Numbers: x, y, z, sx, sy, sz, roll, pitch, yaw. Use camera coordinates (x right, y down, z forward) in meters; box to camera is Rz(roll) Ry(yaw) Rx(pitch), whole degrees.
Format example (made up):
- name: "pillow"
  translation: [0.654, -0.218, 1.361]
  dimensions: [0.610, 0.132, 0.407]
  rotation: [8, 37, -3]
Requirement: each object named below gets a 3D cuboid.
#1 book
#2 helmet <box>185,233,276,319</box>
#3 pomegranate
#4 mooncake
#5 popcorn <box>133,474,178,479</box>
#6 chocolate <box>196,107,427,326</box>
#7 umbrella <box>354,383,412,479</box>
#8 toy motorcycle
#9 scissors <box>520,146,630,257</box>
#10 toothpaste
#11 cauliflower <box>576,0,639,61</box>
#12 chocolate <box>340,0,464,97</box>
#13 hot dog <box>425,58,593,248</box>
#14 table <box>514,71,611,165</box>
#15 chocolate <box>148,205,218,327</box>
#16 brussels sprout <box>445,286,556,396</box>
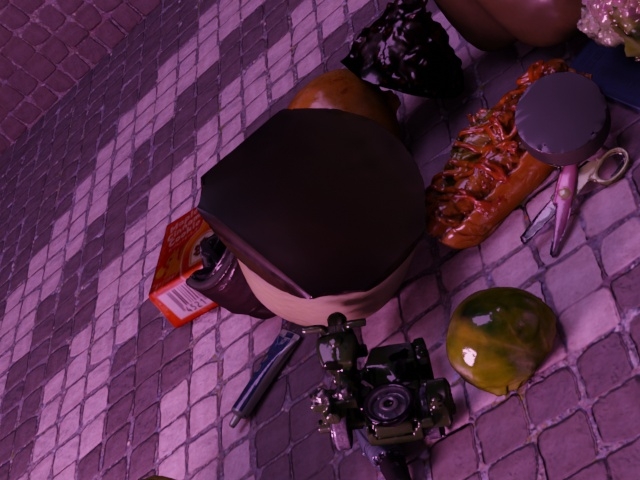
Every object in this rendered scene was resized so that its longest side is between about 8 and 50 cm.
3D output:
- name: "book"
  translation: [0.499, -0.285, 1.732]
  dimensions: [0.191, 0.025, 0.269]
  rotation: [-51, 30, 3]
- name: "helmet"
  translation: [-0.098, 0.016, 2.075]
  dimensions: [0.225, 0.177, 0.305]
  rotation: [-41, 17, 40]
- name: "pomegranate"
  translation: [0.037, -0.195, 2.078]
  dimensions: [0.233, 0.233, 0.233]
  rotation: [-34, 34, 28]
- name: "mooncake"
  translation: [0.372, -0.543, 1.937]
  dimensions: [0.467, 0.262, 0.467]
  rotation: [-37, 27, 22]
- name: "popcorn"
  translation: [-0.249, 0.496, 1.651]
  dimensions: [0.334, 0.292, 0.294]
  rotation: [13, 28, 31]
- name: "chocolate"
  translation: [0.000, 0.000, 1.821]
  dimensions: [0.314, 0.297, 0.326]
  rotation: [35, 58, 19]
- name: "umbrella"
  translation: [0.078, 0.282, 1.669]
  dimensions: [0.052, 0.053, 0.250]
  rotation: [-48, 28, 10]
- name: "toy motorcycle"
  translation: [0.084, 0.196, 1.640]
  dimensions: [0.205, 0.127, 0.275]
  rotation: [-10, 31, 9]
- name: "scissors"
  translation: [0.353, -0.069, 1.662]
  dimensions: [0.134, 0.020, 0.187]
  rotation: [25, 87, 29]
- name: "toothpaste"
  translation: [-0.100, 0.238, 1.982]
  dimensions: [0.057, 0.035, 0.197]
  rotation: [15, 67, 51]
- name: "cauliflower"
  translation: [0.490, -0.395, 1.673]
  dimensions: [0.315, 0.239, 0.256]
  rotation: [-57, 0, -44]
- name: "chocolate"
  translation: [0.170, -0.363, 2.029]
  dimensions: [0.224, 0.206, 0.177]
  rotation: [-124, 44, -61]
- name: "hot dog"
  translation: [0.282, -0.141, 1.776]
  dimensions: [0.349, 0.117, 0.158]
  rotation: [-46, 34, 10]
- name: "table"
  translation: [0.350, -0.176, 1.664]
  dimensions: [0.134, 0.043, 0.133]
  rotation: [-7, 67, 18]
- name: "chocolate"
  translation: [-0.226, 0.025, 2.311]
  dimensions: [0.237, 0.108, 0.234]
  rotation: [-30, 35, 35]
- name: "brussels sprout"
  translation: [0.234, 0.123, 1.559]
  dimensions: [0.149, 0.122, 0.151]
  rotation: [20, 75, 56]
